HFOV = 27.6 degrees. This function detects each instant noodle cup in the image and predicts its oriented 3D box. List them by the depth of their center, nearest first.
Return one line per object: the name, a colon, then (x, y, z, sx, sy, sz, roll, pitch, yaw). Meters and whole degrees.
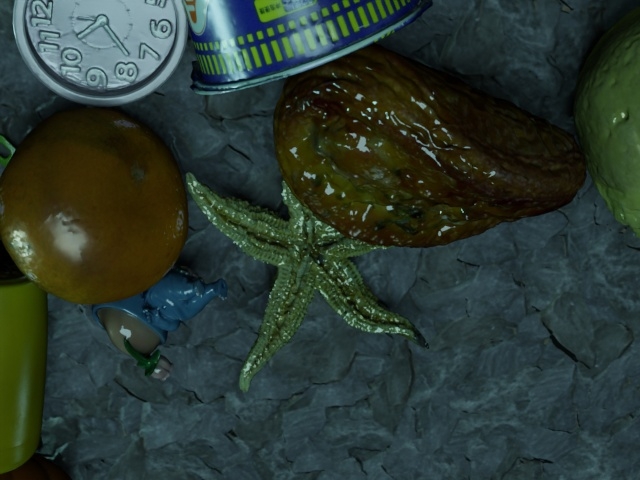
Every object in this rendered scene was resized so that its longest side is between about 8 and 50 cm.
instant noodle cup: (-0.062, -0.351, 1.383, 0.284, 0.284, 0.312, -20, 108, 3)

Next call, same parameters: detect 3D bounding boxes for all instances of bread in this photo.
bread: (0.460, -0.138, 1.541, 0.321, 0.237, 0.320, -2, 112, -4)

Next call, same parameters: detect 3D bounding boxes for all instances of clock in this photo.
clock: (-0.251, -0.256, 1.498, 0.197, 0.068, 0.196, -2, 116, -5)

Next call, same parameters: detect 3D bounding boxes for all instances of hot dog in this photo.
hot dog: (0.129, -0.092, 1.507, 0.388, 0.174, 0.267, 17, 157, -34)

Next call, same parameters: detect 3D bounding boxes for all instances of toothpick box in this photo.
toothpick box: (-0.422, 0.138, 1.610, 0.175, 0.175, 0.271, 7, 111, -10)

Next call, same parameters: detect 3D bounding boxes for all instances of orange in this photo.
orange: (-0.267, -0.038, 1.508, 0.171, 0.240, 0.240, -17, 121, 39)

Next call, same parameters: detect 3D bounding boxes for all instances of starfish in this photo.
starfish: (-0.001, -0.002, 1.638, 0.347, 0.078, 0.357, -6, 98, -19)

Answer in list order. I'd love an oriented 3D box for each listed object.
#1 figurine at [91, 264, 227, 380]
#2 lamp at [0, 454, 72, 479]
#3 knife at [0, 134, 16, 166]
figurine: (-0.207, 0.093, 1.613, 0.178, 0.144, 0.114, -16, 150, 29)
lamp: (-0.423, 0.360, 1.698, 0.223, 0.223, 0.196, -12, 72, -1)
knife: (-0.335, -0.075, 1.601, 0.166, 0.022, 0.078, 37, 101, -22)
